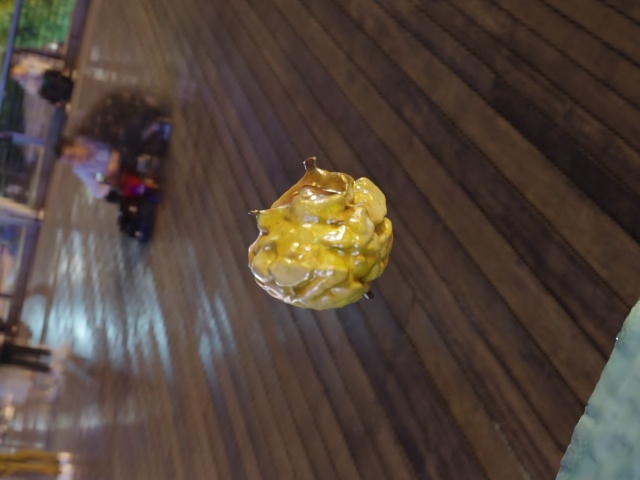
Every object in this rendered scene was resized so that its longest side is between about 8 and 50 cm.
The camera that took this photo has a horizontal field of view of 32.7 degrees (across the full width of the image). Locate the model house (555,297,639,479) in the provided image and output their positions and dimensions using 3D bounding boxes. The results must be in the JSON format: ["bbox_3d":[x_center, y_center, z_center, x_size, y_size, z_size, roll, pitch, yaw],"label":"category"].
[{"bbox_3d":[0.329,0.186,0.583,0.329,0.295,0.251,37,113,56],"label":"model house"}]

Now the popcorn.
[{"bbox_3d":[0.000,0.000,1.092,0.152,0.148,0.167,63,-167,-16],"label":"popcorn"}]
